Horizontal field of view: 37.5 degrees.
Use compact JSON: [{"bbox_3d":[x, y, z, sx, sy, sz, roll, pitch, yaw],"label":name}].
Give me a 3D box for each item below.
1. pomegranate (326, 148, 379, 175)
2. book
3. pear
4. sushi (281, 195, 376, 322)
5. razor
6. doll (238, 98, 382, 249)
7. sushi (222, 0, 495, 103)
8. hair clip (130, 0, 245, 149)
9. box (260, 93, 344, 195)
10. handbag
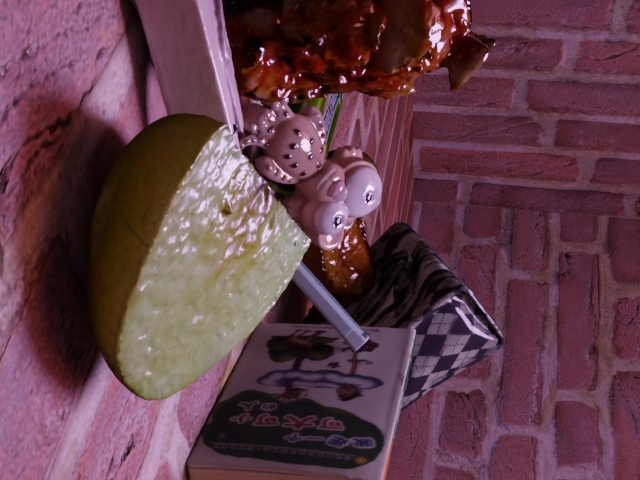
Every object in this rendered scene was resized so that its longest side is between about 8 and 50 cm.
[{"bbox_3d":[0.049,-0.109,1.875,0.169,0.148,0.148,71,25,-82],"label":"pomegranate"},{"bbox_3d":[-0.012,0.223,1.345,0.371,0.260,0.043,-66,154,-61],"label":"book"},{"bbox_3d":[-0.145,0.027,0.893,0.239,0.139,0.288,-67,158,-14],"label":"pear"},{"bbox_3d":[0.000,-0.004,1.644,0.167,0.179,0.296,-51,136,-30],"label":"sushi"},{"bbox_3d":[-0.025,0.050,1.416,0.278,0.056,0.111,56,12,2],"label":"razor"},{"bbox_3d":[-0.020,-0.103,1.362,0.154,0.119,0.278,-54,131,-5],"label":"doll"},{"bbox_3d":[0.037,-0.262,1.157,0.196,0.343,0.182,77,7,-65],"label":"sushi"},{"bbox_3d":[-0.138,-0.218,0.935,0.101,0.085,0.331,-76,160,-49],"label":"hair clip"},{"bbox_3d":[-0.012,-0.234,1.569,0.134,0.097,0.345,80,18,-44],"label":"box"},{"bbox_3d":[0.118,0.154,1.710,0.180,0.317,0.416,50,5,-19],"label":"handbag"}]
